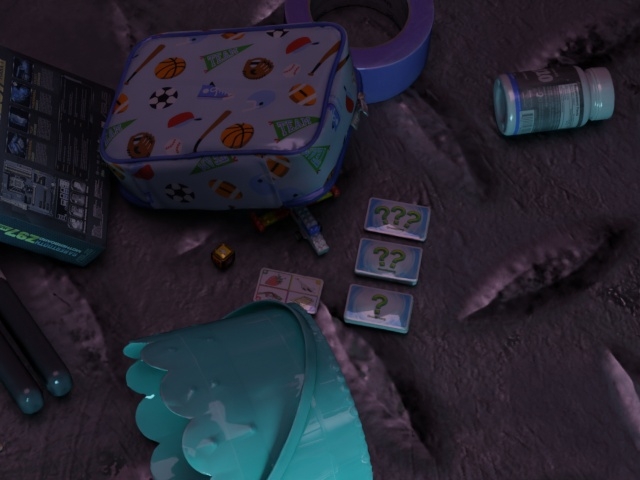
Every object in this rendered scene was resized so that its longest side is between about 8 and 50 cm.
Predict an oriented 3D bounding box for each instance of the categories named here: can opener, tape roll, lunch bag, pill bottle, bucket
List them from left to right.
[{"bbox_3d":[-0.380,0.066,1.839,0.076,0.095,0.283,-31,60,-17],"label":"can opener"},{"bbox_3d":[-0.096,-0.153,1.923,0.303,0.115,0.243,0,51,19],"label":"lunch bag"},{"bbox_3d":[-0.076,0.202,1.690,0.183,0.281,0.281,-19,63,-16],"label":"bucket"},{"bbox_3d":[0.047,-0.272,2.056,0.189,0.080,0.189,1,61,-3],"label":"tape roll"},{"bbox_3d":[0.289,-0.175,2.014,0.137,0.078,0.078,-7,62,-7],"label":"pill bottle"}]

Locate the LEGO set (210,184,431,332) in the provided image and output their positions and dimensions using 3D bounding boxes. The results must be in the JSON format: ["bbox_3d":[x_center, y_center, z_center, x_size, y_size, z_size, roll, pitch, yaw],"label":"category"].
[{"bbox_3d":[0.000,0.000,1.918,0.244,0.060,0.182,11,57,4],"label":"LEGO set"}]

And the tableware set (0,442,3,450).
[{"bbox_3d":[-0.457,0.251,1.766,0.194,0.039,0.128,13,61,4],"label":"tableware set"}]

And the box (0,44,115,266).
[{"bbox_3d":[-0.337,-0.103,1.905,0.183,0.059,0.232,20,53,-33],"label":"box"}]
